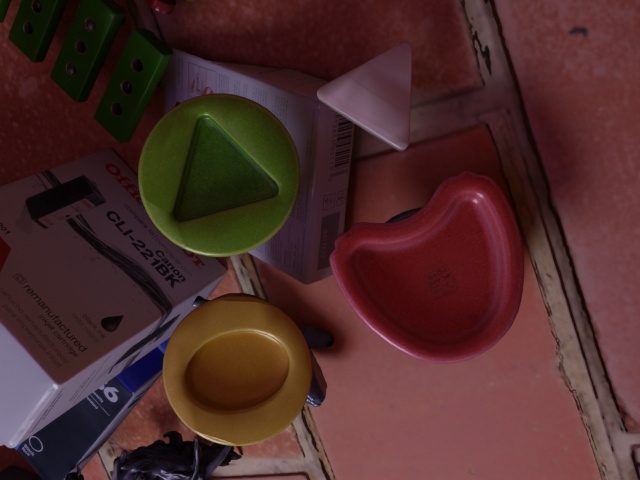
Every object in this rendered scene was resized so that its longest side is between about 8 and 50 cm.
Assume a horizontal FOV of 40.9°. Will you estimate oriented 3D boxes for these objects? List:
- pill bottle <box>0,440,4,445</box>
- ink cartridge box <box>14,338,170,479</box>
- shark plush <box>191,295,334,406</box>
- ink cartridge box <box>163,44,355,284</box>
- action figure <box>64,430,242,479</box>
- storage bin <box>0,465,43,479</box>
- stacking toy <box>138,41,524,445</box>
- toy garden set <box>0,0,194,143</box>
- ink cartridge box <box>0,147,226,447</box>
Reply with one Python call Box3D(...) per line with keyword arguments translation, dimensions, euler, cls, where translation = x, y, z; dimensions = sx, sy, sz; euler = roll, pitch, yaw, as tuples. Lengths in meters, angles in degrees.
Box3D(translation=(-0.410, 0.075, 0.965), dimensions=(0.301, 0.169, 0.169), euler=(50, 132, 40), cls="pill bottle")
Box3D(translation=(-0.305, 0.166, 1.064), dimensions=(0.165, 0.065, 0.333), euler=(45, 125, 6), cls="ink cartridge box")
Box3D(translation=(-0.054, 0.101, 0.871), dimensions=(0.161, 0.067, 0.073), euler=(44, 124, -11), cls="shark plush")
Box3D(translation=(-0.067, -0.083, 0.839), dimensions=(0.224, 0.056, 0.181), euler=(28, 124, 39), cls="ink cartridge box")
Box3D(translation=(-0.194, 0.302, 1.004), dimensions=(0.275, 0.164, 0.141), euler=(-26, 71, 43), cls="action figure")
Box3D(translation=(-0.428, 0.382, 1.210), dimensions=(0.135, 0.091, 0.098), euler=(10, 115, 27), cls="storage bin")
Box3D(translation=(0.000, 0.000, 0.746), dimensions=(0.308, 0.130, 0.280), euler=(-18, 90, 1), cls="stacking toy")
Box3D(translation=(-0.223, -0.252, 0.843), dimensions=(0.244, 0.049, 0.204), euler=(43, 121, 14), cls="toy garden set")
Box3D(translation=(-0.252, 0.040, 0.851), dimensions=(0.197, 0.273, 0.114), euler=(46, 122, 5), cls="ink cartridge box")
